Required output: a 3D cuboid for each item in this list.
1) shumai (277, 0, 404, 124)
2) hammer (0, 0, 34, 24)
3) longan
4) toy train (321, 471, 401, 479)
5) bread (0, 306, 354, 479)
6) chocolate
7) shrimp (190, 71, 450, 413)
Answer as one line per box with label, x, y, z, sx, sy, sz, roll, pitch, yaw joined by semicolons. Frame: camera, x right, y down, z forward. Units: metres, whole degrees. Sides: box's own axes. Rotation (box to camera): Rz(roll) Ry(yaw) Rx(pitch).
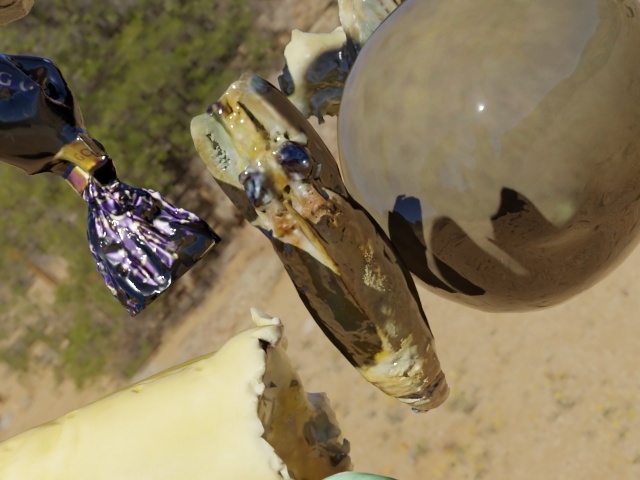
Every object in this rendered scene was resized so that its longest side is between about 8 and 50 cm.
shumai;0.065;-0.158;1.180;0.161;0.209;0.153;-28;1;-40
hammer;-0.307;-0.346;1.039;0.043;0.365;0.111;-22;-8;-7
longan;0.133;-0.072;0.950;0.258;0.258;0.258;-48;7;8
toy train;-0.011;0.245;0.650;0.188;0.159;0.271;1;81;38
bread;-0.140;0.262;1.183;0.394;0.361;0.250;-19;24;7
chocolate;-0.113;-0.033;0.618;0.070;0.147;0.072;-35;14;33
shrimp;0.001;-0.001;0.761;0.058;0.253;0.173;-35;31;-1
